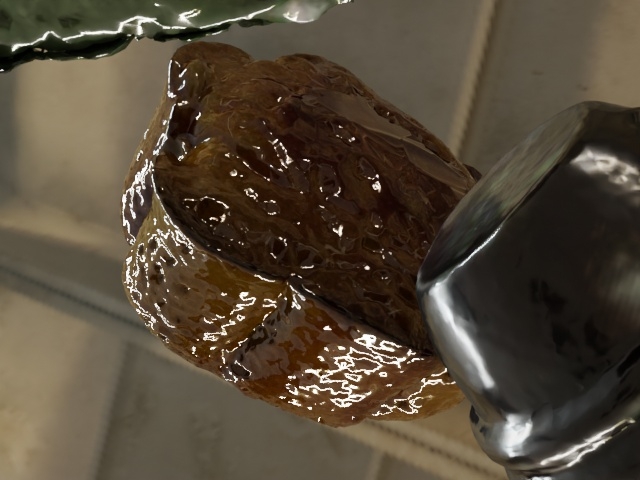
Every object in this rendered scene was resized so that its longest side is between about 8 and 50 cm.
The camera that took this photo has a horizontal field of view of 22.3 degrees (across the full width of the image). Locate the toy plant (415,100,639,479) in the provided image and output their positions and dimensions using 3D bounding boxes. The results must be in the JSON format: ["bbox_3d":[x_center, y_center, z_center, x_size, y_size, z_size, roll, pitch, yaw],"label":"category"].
[{"bbox_3d":[0.159,0.056,0.697,0.235,0.218,0.175,44,-71,-7],"label":"toy plant"}]

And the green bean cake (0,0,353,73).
[{"bbox_3d":[-0.113,-0.198,0.659,0.255,0.132,0.241,-11,-54,2],"label":"green bean cake"}]

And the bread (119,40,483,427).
[{"bbox_3d":[0.006,-0.005,0.912,0.246,0.232,0.135,25,-51,-19],"label":"bread"}]
